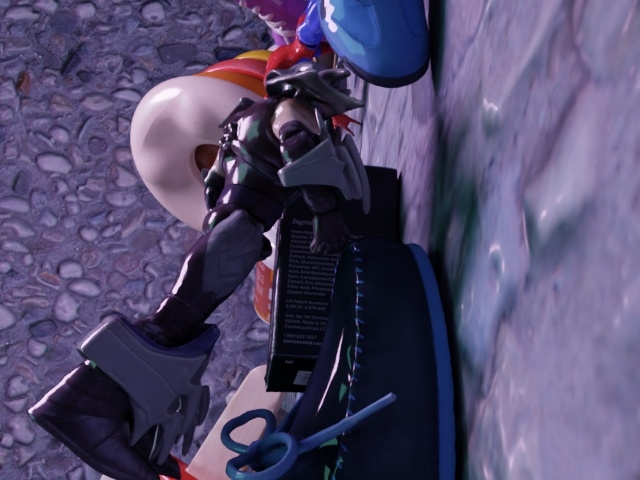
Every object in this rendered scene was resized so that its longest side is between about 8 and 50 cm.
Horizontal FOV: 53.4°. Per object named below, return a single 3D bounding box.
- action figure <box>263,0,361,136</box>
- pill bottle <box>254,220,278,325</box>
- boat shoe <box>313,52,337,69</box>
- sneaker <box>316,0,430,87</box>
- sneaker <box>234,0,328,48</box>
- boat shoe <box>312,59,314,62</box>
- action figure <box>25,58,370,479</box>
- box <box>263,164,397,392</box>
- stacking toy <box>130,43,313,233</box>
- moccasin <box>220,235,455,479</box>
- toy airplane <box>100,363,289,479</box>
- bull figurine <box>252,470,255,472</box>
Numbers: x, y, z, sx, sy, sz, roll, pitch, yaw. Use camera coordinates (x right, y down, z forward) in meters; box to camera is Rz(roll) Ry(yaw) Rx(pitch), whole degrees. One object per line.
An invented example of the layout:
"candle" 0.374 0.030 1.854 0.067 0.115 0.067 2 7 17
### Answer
"action figure" 0.026 -0.238 0.738 0.280 0.139 0.092 -51 23 40
"pill bottle" -0.051 0.045 1.100 0.121 0.121 0.216 -90 6 -48
"boat shoe" 0.009 -0.362 1.240 0.048 0.056 0.153 -101 12 -49
"sneaker" 0.026 -0.203 0.429 0.082 0.069 0.209 89 169 -69
"sneaker" -0.073 -0.295 0.776 0.161 0.282 0.102 105 154 -44
"boat shoe" 0.003 -0.432 1.432 0.040 0.049 0.142 -123 40 -82
"action figure" -0.053 0.000 0.392 0.285 0.099 0.185 -62 12 -15
"box" 0.005 0.039 0.534 0.156 0.093 0.158 107 166 -68
"stacking toy" -0.113 -0.261 1.253 0.351 0.350 0.480 99 -169 -47
"moccasin" -0.002 0.154 0.317 0.138 0.116 0.342 104 173 -67
"toy airplane" -0.168 0.422 0.981 0.386 0.272 0.385 -27 59 31
"bull figurine" -0.089 0.511 1.240 0.188 0.101 0.311 -114 26 -73
